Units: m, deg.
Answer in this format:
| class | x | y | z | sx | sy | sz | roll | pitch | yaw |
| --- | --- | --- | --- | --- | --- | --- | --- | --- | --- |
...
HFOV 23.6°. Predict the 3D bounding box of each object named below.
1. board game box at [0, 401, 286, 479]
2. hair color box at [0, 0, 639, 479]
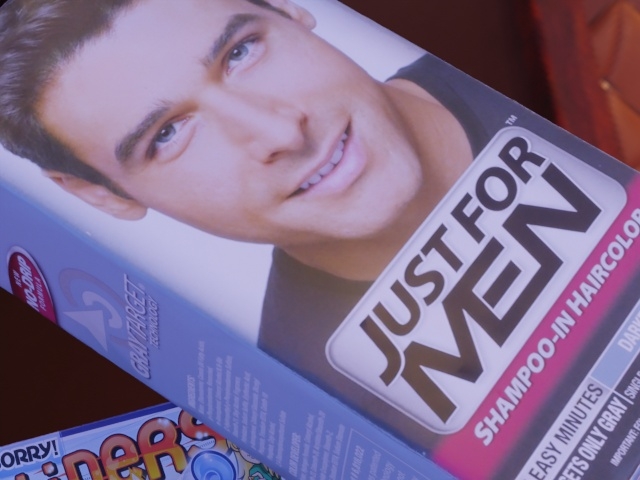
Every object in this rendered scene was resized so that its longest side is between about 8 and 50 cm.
| class | x | y | z | sx | sy | sz | roll | pitch | yaw |
| --- | --- | --- | --- | --- | --- | --- | --- | --- | --- |
| board game box | -0.101 | 0.167 | 0.883 | 0.035 | 0.201 | 0.136 | 15 | 59 | -73 |
| hair color box | 0.000 | 0.000 | 0.739 | 0.374 | 0.185 | 0.113 | 31 | -29 | 16 |
